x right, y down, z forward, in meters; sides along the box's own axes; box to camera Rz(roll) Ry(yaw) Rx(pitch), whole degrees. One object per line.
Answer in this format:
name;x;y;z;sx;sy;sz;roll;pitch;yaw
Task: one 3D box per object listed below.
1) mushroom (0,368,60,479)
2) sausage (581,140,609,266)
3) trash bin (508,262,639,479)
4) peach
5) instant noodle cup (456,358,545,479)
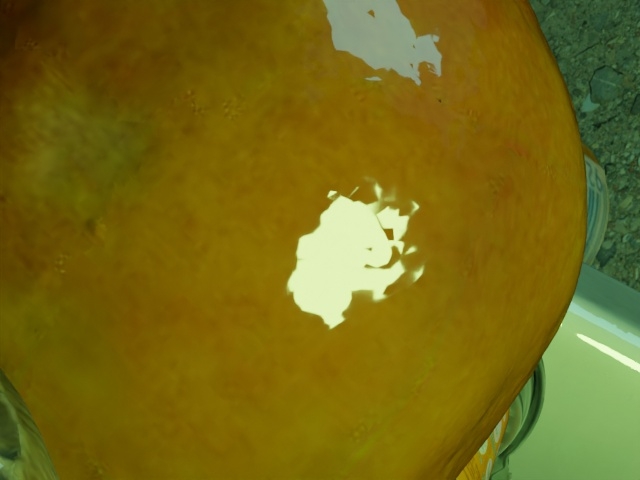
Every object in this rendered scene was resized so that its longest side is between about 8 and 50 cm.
mushroom;-0.178;0.048;0.416;0.253;0.153;0.253;36;10;-8
sausage;0.130;-0.059;1.663;0.287;0.233;0.233;25;18;-51
trash bin;0.258;0.153;1.153;0.368;0.296;0.256;32;13;-10
peach;-0.063;-0.030;0.674;0.343;0.343;0.301;49;-2;40
instant noodle cup;0.018;0.102;0.843;0.208;0.177;0.125;39;37;-16
